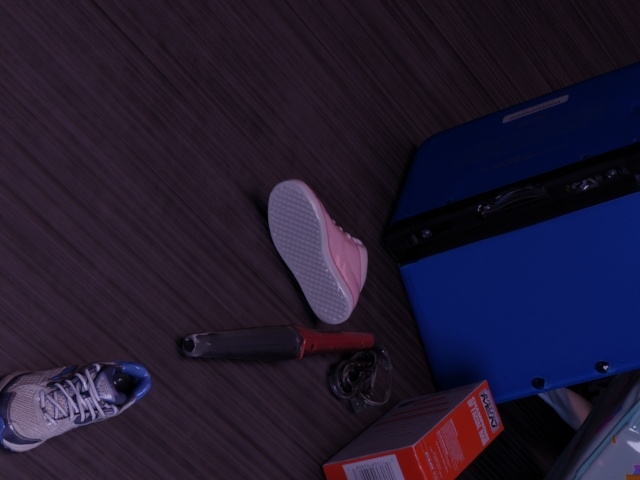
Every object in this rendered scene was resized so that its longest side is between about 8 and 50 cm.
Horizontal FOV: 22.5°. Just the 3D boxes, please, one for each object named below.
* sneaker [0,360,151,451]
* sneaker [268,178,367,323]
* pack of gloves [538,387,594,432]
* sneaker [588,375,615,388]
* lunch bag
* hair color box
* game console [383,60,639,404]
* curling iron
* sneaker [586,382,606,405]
[{"bbox_3d":[-0.163,0.101,1.066,0.135,0.058,0.052,-17,89,-59],"label":"sneaker"},{"bbox_3d":[0.000,0.000,1.396,0.134,0.051,0.070,67,29,-15],"label":"sneaker"},{"bbox_3d":[0.235,0.129,1.734,0.232,0.046,0.195,44,26,-38],"label":"pack of gloves"},{"bbox_3d":[0.325,0.174,1.713,0.163,0.086,0.226,19,66,-30],"label":"sneaker"},{"bbox_3d":[0.295,0.214,1.554,0.108,0.279,0.224,34,26,3],"label":"lunch bag"},{"bbox_3d":[0.083,0.179,1.391,0.167,0.093,0.053,-31,102,-59],"label":"hair color box"},{"bbox_3d":[0.228,-0.008,1.528,0.173,0.293,0.250,55,35,-26],"label":"game console"},{"bbox_3d":[-0.018,0.097,1.326,0.274,0.035,0.068,17,60,-55],"label":"curling iron"},{"bbox_3d":[0.398,0.158,1.908,0.223,0.098,0.083,-11,84,-59],"label":"sneaker"}]
